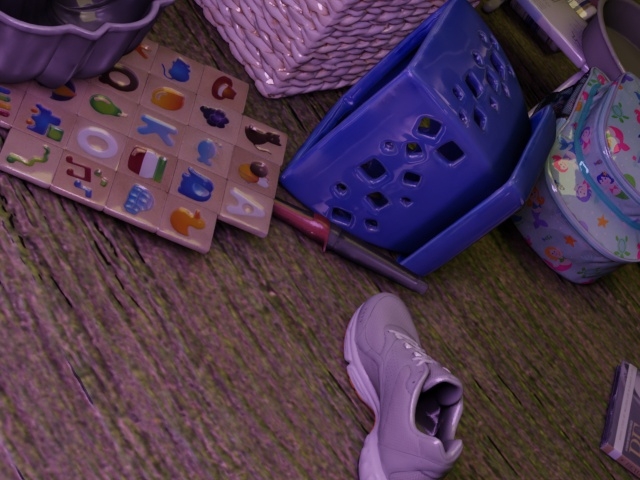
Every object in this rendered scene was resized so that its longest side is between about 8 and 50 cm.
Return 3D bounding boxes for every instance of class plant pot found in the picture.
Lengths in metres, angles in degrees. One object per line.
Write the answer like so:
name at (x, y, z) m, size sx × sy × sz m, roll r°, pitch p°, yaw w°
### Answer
plant pot at (0.129, -0.109, 1.639) m, size 0.212 × 0.236 × 0.236 m, roll 44°, pitch 37°, yaw -8°

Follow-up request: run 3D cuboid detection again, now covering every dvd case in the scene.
dvd case at (0.439, 0.260, 1.713) m, size 0.221 × 0.018 × 0.164 m, roll 37°, pitch 37°, yaw -6°

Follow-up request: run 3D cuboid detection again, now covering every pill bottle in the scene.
pill bottle at (0.347, -0.387, 2.219) m, size 0.169 × 0.094 × 0.094 m, roll 49°, pitch 37°, yaw 9°

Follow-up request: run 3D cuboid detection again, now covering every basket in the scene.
basket at (0.014, -0.380, 1.766) m, size 0.331 × 0.266 × 0.328 m, roll -17°, pitch 65°, yaw -48°

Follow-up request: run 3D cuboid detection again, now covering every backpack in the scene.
backpack at (0.363, -0.078, 1.835) m, size 0.225 × 0.191 × 0.253 m, roll 47°, pitch 55°, yaw -13°

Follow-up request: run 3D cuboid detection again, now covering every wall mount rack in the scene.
wall mount rack at (0.288, -0.282, 2.045) m, size 0.350 × 0.130 × 0.304 m, roll 49°, pitch 34°, yaw 10°

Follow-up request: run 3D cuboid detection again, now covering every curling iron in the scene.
curling iron at (0.000, 0.000, 1.567) m, size 0.274 × 0.035 × 0.068 m, roll 27°, pitch 39°, yaw -18°

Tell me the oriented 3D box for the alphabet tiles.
alphabet tiles at (-0.200, -0.125, 1.503) m, size 0.343 × 0.011 × 0.285 m, roll 23°, pitch 41°, yaw -13°

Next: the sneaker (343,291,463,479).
sneaker at (0.099, 0.146, 1.437) m, size 0.099 × 0.121 × 0.262 m, roll 20°, pitch 42°, yaw -28°

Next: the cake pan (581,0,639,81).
cake pan at (0.478, -0.223, 2.020) m, size 0.293 × 0.054 × 0.293 m, roll 31°, pitch 38°, yaw -29°

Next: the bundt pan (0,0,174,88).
bundt pan at (-0.321, -0.284, 1.473) m, size 0.331 × 0.124 × 0.330 m, roll 18°, pitch 42°, yaw -17°

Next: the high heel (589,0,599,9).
high heel at (0.449, -0.340, 2.273) m, size 0.186 × 0.093 × 0.261 m, roll 42°, pitch 30°, yaw 6°
